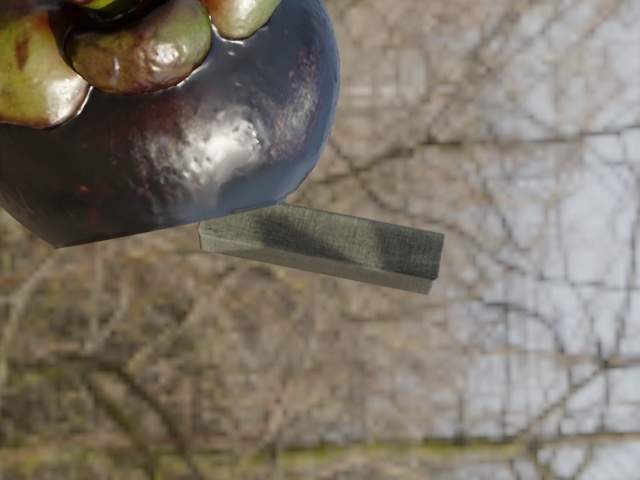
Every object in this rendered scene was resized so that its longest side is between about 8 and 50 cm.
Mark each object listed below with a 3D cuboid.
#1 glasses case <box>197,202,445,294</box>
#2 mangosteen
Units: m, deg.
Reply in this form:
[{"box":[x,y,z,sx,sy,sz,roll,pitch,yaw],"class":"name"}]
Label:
[{"box":[0.000,0.000,1.663,0.071,0.204,0.047,96,4,-77],"class":"glasses case"},{"box":[-0.125,-0.115,1.317,0.287,0.287,0.233,-154,-120,-87],"class":"mangosteen"}]
